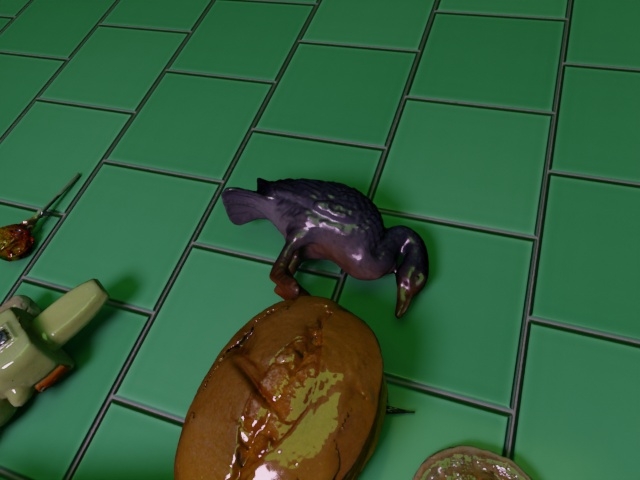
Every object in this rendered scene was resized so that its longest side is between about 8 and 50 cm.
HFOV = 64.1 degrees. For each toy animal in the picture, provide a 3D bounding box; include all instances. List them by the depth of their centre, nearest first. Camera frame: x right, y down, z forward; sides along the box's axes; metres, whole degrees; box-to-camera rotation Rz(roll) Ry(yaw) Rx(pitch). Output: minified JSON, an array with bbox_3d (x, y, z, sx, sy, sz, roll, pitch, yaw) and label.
[{"bbox_3d":[0.000,0.000,0.702,0.298,0.122,0.185,35,74,20],"label":"toy animal"}]

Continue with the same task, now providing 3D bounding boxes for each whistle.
[{"bbox_3d":[-0.404,0.159,0.677,0.288,0.106,0.131,-42,58,-15],"label":"whistle"}]

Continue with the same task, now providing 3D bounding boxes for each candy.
[{"bbox_3d":[-0.473,-0.047,0.864,0.061,0.060,0.201,15,54,19],"label":"candy"}]

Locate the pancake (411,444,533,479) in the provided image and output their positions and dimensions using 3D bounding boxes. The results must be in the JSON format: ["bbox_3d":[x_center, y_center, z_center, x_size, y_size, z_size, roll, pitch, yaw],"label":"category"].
[{"bbox_3d":[0.166,0.291,0.540,0.152,0.025,0.151,-5,56,8],"label":"pancake"}]

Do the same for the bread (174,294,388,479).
[{"bbox_3d":[-0.036,0.192,0.560,0.196,0.142,0.269,23,70,28],"label":"bread"}]

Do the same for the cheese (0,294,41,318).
[{"bbox_3d":[-0.491,0.151,0.723,0.194,0.065,0.043,-40,53,-14],"label":"cheese"}]

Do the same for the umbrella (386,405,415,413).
[{"bbox_3d":[0.053,0.205,0.623,0.122,0.013,0.022,5,39,15],"label":"umbrella"}]
